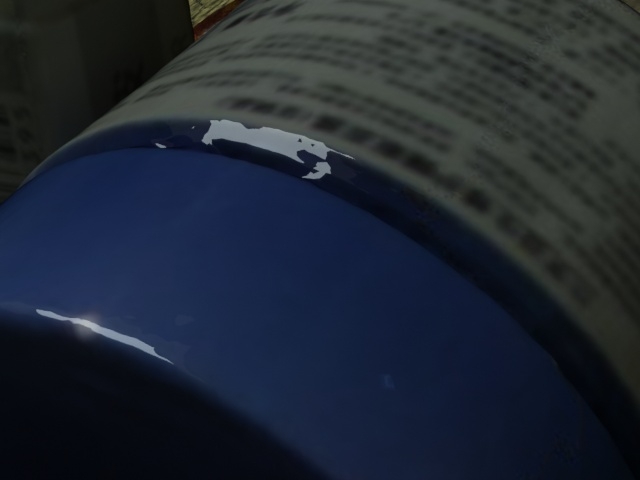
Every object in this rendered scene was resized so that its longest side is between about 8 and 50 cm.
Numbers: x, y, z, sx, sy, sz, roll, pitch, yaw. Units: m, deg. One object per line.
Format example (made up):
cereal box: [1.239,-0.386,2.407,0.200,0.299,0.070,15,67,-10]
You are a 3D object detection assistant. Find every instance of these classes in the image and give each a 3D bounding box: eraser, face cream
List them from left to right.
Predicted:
eraser: [-0.082,0.011,0.737,0.061,0.352,0.089,10,32,33]
face cream: [0.011,0.058,0.605,0.249,0.249,0.225,-10,26,44]

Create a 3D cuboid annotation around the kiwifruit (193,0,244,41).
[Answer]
kiwifruit: [-0.049,-0.144,1.423,0.124,0.075,0.075,-35,20,-3]
